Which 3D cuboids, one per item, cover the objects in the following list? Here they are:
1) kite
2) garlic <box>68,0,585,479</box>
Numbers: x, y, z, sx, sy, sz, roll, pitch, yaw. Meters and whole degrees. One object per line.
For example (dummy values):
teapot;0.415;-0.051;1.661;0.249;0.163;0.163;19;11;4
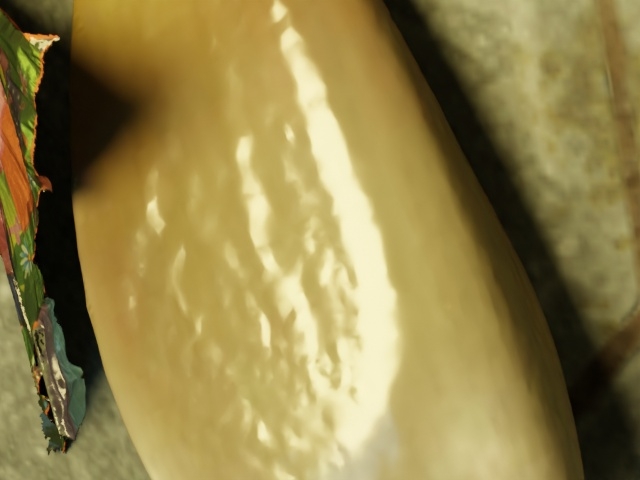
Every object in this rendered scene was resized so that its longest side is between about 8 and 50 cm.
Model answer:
kite;-0.123;-0.032;0.654;0.321;0.016;0.234;106;149;-59
garlic;-0.007;0.005;0.573;0.143;0.112;0.318;-25;85;27
